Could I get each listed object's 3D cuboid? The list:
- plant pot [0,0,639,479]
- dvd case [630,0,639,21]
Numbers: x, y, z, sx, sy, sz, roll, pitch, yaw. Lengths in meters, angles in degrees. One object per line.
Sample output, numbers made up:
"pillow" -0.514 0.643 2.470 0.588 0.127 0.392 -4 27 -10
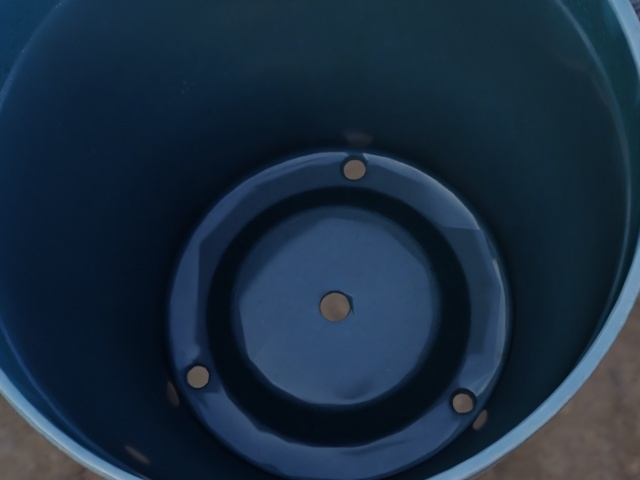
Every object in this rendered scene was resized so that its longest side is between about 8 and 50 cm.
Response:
"plant pot" 0.000 0.000 0.782 0.255 0.271 0.272 72 -2 -74
"dvd case" 0.225 -0.210 1.270 0.179 0.238 0.030 35 38 -45
